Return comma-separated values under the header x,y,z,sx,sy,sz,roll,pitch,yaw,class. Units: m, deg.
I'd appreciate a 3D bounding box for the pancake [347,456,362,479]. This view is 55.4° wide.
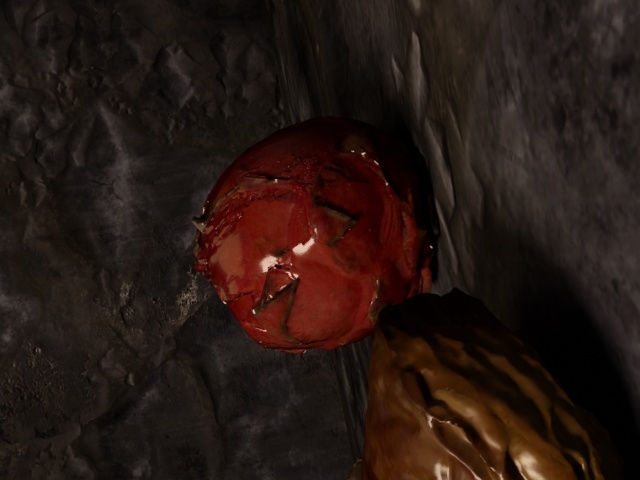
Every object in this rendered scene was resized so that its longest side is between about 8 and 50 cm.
x,y,z,sx,sy,sz,roll,pitch,yaw,class
0.117,0.434,0.718,0.382,0.071,0.382,50,-154,-35,pancake

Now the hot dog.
x,y,z,sx,sy,sz,roll,pitch,yaw,class
0.114,0.233,0.462,0.267,0.175,0.387,-80,-8,-77,hot dog

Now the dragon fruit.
x,y,z,sx,sy,sz,roll,pitch,yaw,class
0.000,0.000,0.767,0.295,0.302,0.295,54,167,18,dragon fruit
